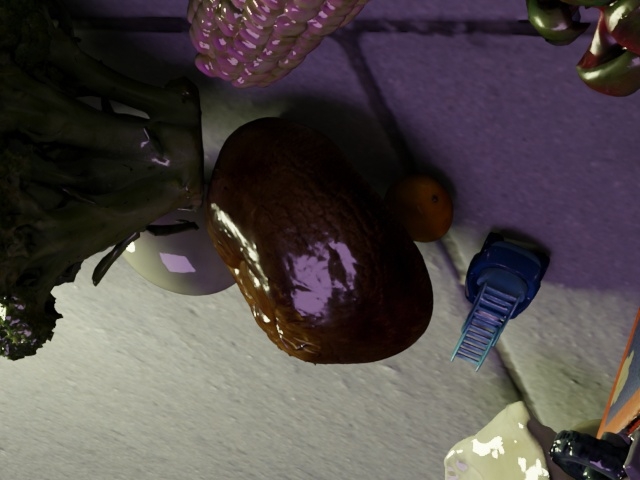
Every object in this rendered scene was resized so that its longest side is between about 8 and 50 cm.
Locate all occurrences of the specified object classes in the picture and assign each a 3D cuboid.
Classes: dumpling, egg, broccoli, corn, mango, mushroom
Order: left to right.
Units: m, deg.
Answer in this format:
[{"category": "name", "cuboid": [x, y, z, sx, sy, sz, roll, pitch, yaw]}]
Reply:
[{"category": "broccoli", "cuboid": [-0.236, -0.052, 1.408, 0.283, 0.321, 0.304, -3, 160, -5]}, {"category": "egg", "cuboid": [-0.125, -0.005, 1.547, 0.135, 0.103, 0.103, 24, 150, 8]}, {"category": "mushroom", "cuboid": [-0.012, 0.010, 1.411, 0.231, 0.138, 0.194, 50, 175, 1]}, {"category": "corn", "cuboid": [0.000, -0.204, 1.138, 0.126, 0.127, 0.335, 32, 153, -11]}, {"category": "mango", "cuboid": [0.082, -0.025, 1.426, 0.060, 0.046, 0.089, 24, 163, 6]}, {"category": "dumpling", "cuboid": [0.261, 0.280, 1.628, 0.318, 0.187, 0.243, 33, 146, -20]}]

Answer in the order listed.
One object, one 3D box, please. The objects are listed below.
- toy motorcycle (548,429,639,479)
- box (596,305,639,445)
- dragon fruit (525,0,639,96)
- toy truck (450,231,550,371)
[{"category": "toy motorcycle", "cuboid": [0.240, 0.182, 1.085, 0.213, 0.082, 0.122, 39, 151, -30]}, {"category": "box", "cuboid": [0.408, 0.068, 1.120, 0.348, 0.257, 0.318, 25, 151, 0]}, {"category": "dragon fruit", "cuboid": [0.221, -0.165, 0.967, 0.198, 0.218, 0.273, 57, 163, 20]}, {"category": "toy truck", "cuboid": [0.148, 0.054, 1.469, 0.063, 0.074, 0.136, 22, 151, 4]}]
